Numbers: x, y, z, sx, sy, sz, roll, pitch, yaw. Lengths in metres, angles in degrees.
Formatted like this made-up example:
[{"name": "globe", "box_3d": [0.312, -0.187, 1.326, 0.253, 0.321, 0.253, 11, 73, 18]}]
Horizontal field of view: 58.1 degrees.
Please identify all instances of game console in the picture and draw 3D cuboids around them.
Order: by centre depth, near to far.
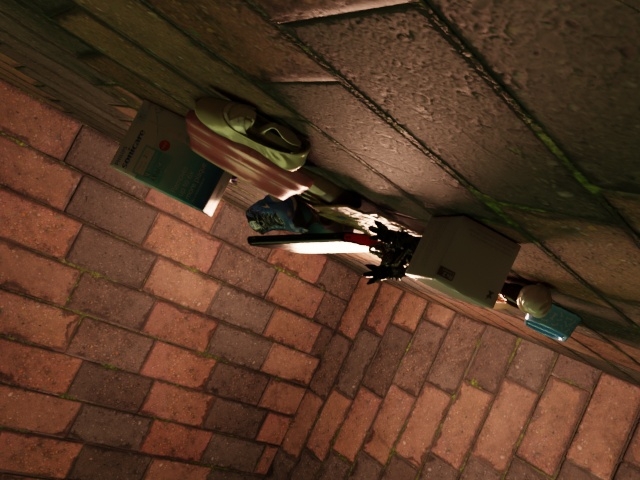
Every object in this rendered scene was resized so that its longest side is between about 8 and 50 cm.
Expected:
[{"name": "game console", "box_3d": [0.000, 0.000, 1.946, 0.387, 0.060, 0.342, -3, 172, 31]}]

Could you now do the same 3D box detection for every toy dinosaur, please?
[{"name": "toy dinosaur", "box_3d": [0.238, 0.029, 1.555, 0.219, 0.164, 0.322, 4, 163, -36]}]

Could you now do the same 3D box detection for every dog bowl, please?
[{"name": "dog bowl", "box_3d": [0.736, 0.259, 1.850, 0.166, 0.074, 0.297, 24, 174, 23]}]

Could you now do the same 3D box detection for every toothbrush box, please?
[{"name": "toothbrush box", "box_3d": [-0.403, -0.232, 1.637, 0.296, 0.216, 0.126, 27, 175, 4]}]

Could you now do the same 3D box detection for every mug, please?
[{"name": "mug", "box_3d": [0.024, -0.079, 2.005, 0.078, 0.062, 0.064, 34, -179, -15]}]

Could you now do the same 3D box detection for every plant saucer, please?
[{"name": "plant saucer", "box_3d": [-0.176, -0.191, 1.356, 0.332, 0.084, 0.332, 30, -176, -2]}, {"name": "plant saucer", "box_3d": [-0.033, -0.145, 1.648, 0.311, 0.050, 0.310, 25, 175, 2]}]

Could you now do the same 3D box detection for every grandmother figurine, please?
[{"name": "grandmother figurine", "box_3d": [0.550, 0.161, 1.624, 0.208, 0.103, 0.342, 17, 179, -4]}]

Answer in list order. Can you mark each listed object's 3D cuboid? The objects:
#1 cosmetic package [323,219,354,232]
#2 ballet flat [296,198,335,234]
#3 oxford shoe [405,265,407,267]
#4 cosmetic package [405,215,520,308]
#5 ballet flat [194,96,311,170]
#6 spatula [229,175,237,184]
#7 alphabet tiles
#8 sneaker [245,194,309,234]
[{"name": "cosmetic package", "box_3d": [0.064, -0.054, 2.044, 0.060, 0.041, 0.115, -9, -166, -31]}, {"name": "ballet flat", "box_3d": [-0.060, -0.085, 2.150, 0.349, 0.123, 0.123, 32, 173, -41]}, {"name": "oxford shoe", "box_3d": [0.369, 0.097, 1.910, 0.271, 0.096, 0.098, 23, 169, 32]}, {"name": "cosmetic package", "box_3d": [0.307, 0.044, 1.269, 0.151, 0.151, 0.184, 26, 176, -11]}, {"name": "ballet flat", "box_3d": [-0.127, -0.226, 1.154, 0.249, 0.086, 0.086, 26, 176, -22]}, {"name": "spatula", "box_3d": [-0.372, -0.253, 2.359, 0.084, 0.030, 0.296, 27, 176, -1]}, {"name": "alphabet tiles", "box_3d": [0.160, -0.041, 1.630, 0.343, 0.011, 0.285, 21, 171, -31]}, {"name": "sneaker", "box_3d": [-0.149, -0.067, 1.851, 0.330, 0.147, 0.129, 16, 132, 63]}]
